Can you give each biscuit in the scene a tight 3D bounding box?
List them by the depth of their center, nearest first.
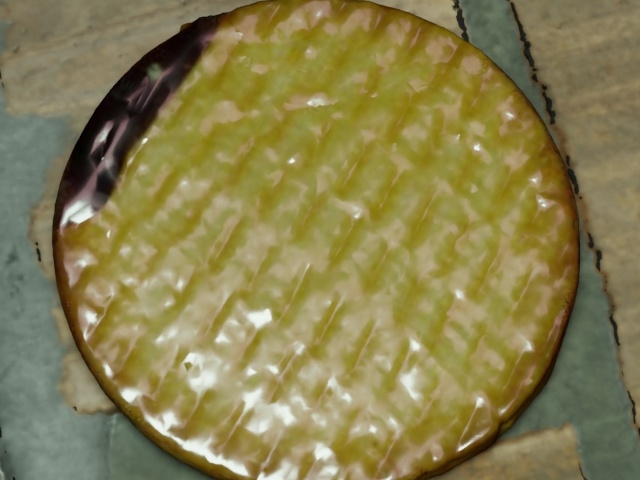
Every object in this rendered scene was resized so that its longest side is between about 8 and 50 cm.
[{"bbox_3d":[0.000,0.000,1.123,0.318,0.040,0.317,1,73,-4],"label":"biscuit"}]
